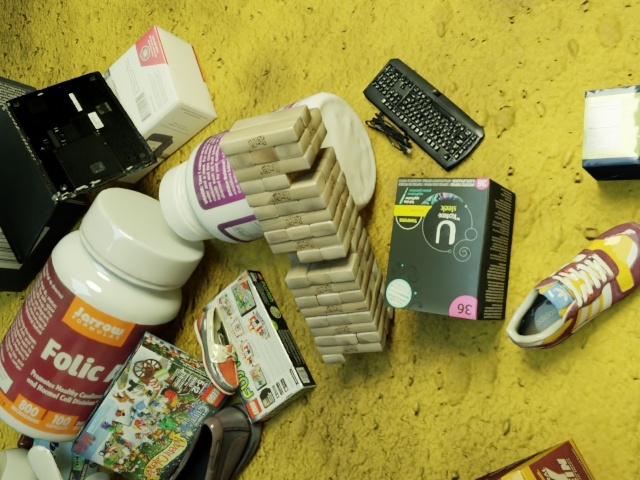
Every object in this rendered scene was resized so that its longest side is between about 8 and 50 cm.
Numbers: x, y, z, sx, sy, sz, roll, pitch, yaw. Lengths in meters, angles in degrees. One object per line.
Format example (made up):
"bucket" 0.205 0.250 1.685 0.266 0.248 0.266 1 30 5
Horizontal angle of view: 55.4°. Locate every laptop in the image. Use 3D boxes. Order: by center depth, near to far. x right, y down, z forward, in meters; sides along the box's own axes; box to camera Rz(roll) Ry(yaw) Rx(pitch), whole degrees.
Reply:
"laptop" -0.447 -0.131 1.049 0.234 0.264 0.136 53 156 20

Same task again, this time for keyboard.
"keyboard" 0.125 -0.168 0.832 0.100 0.038 0.192 -52 58 18

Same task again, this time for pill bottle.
"pill bottle" -0.086 -0.089 0.885 0.302 0.169 0.169 -13 76 32
"pill bottle" -0.372 0.123 1.018 0.224 0.224 0.392 46 109 30

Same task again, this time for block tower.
"block tower" 0.000 0.000 0.743 0.097 0.335 0.091 -8 34 22

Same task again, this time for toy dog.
"toy dog" -0.454 0.404 1.034 0.334 0.220 0.161 12 60 10

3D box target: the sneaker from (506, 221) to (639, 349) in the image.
"sneaker" 0.282 0.053 0.662 0.185 0.084 0.069 -51 59 18

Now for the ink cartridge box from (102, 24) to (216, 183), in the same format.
"ink cartridge box" -0.324 -0.240 1.112 0.237 0.100 0.172 -31 67 26

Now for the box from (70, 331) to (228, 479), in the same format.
"box" -0.268 0.276 0.972 0.233 0.159 0.044 -54 16 16

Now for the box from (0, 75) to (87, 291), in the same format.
"box" -0.719 -0.134 1.304 0.293 0.212 0.395 -46 60 21

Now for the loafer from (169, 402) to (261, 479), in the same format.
"loafer" -0.199 0.382 0.939 0.109 0.095 0.302 35 103 33

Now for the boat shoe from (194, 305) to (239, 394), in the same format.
"boat shoe" -0.151 0.166 0.924 0.043 0.049 0.137 -39 59 22

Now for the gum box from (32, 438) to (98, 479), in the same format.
"gum box" -0.489 0.374 1.173 0.184 0.041 0.157 21 96 35

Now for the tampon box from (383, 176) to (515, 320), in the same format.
"tampon box" 0.158 0.011 0.742 0.120 0.101 0.161 4 86 36

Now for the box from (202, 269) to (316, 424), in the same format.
"box" -0.099 0.161 0.939 0.114 0.036 0.207 -40 63 23

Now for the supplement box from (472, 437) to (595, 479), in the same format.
"supplement box" 0.184 0.315 0.626 0.194 0.191 0.129 -36 65 26

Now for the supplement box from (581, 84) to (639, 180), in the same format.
"supplement box" 0.321 -0.113 0.659 0.056 0.083 0.083 2 85 34
